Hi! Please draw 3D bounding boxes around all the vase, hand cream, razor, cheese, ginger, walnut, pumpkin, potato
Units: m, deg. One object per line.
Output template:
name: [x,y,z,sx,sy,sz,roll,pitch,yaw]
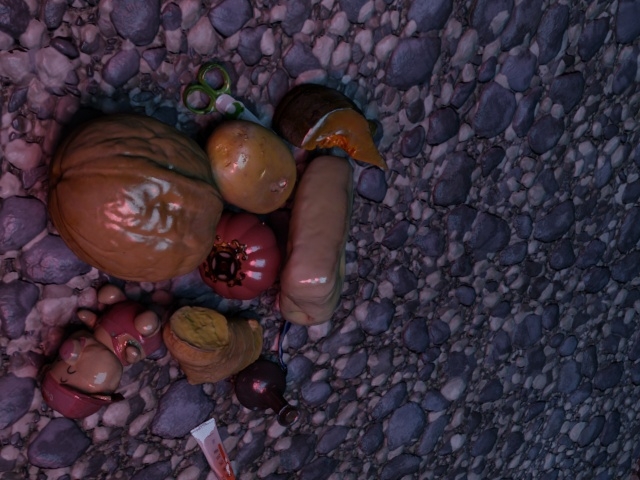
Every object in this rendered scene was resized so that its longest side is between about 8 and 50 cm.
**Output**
vase: [-0.110,0.339,1.875,0.120,0.183,0.120,-15,119,-29]
hand cream: [-0.236,0.500,1.971,0.052,0.038,0.216,-50,133,-41]
razor: [-0.083,0.233,1.944,0.028,0.044,0.154,3,111,-8]
cheese: [0.000,0.000,1.807,0.351,0.129,0.328,91,11,-70]
ginger: [-0.220,0.210,1.716,0.190,0.126,0.354,-39,158,-1]
walnut: [-0.312,-0.073,1.476,0.313,0.277,0.252,10,138,-43]
pumpkin: [0.039,-0.237,1.729,0.248,0.131,0.126,9,107,-40]
potato: [-0.132,-0.145,1.638,0.150,0.146,0.234,-30,153,13]

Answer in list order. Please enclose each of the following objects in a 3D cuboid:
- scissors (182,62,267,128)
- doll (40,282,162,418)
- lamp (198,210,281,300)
scissors: [-0.169,-0.253,1.637,0.204,0.027,0.101,34,94,-43]
doll: [-0.415,0.218,1.601,0.152,0.196,0.256,46,76,-23]
lamp: [-0.160,0.028,1.699,0.140,0.182,0.182,-30,136,-65]
